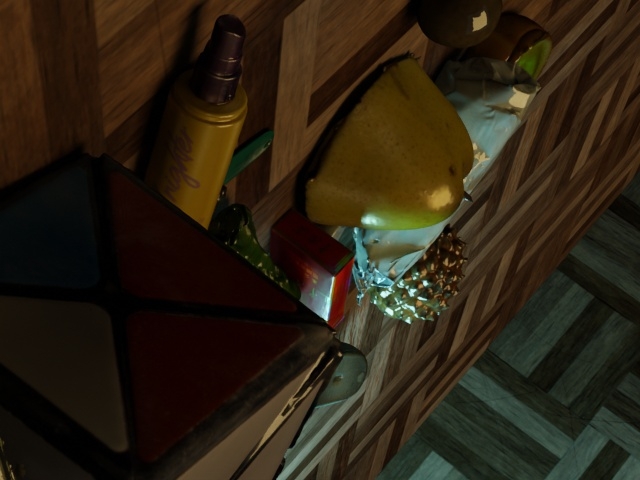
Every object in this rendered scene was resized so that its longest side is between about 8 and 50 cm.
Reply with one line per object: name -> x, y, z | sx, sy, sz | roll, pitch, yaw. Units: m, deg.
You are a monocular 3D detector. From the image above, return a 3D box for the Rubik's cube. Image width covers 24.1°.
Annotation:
Rubik's cube -> -0.210, 0.156, 1.316 | 0.305, 0.307, 0.310 | -39, 160, -48

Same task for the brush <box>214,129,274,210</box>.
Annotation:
brush -> -0.105, -0.064, 1.661 | 0.193, 0.032, 0.043 | -40, 159, -36

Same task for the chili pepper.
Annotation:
chili pepper -> -0.082, 0.051, 1.879 | 0.085, 0.076, 0.359 | -55, 161, -12

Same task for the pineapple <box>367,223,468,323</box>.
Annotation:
pineapple -> 0.160, 0.032, 2.393 | 0.166, 0.166, 0.193 | -36, 155, -46

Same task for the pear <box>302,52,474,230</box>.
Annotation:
pear -> 0.111, -0.097, 1.955 | 0.267, 0.178, 0.267 | -46, 158, -25

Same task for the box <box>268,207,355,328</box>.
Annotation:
box -> -0.017, 0.046, 1.998 | 0.048, 0.112, 0.175 | -46, 161, -27

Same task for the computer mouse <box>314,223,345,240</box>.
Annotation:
computer mouse -> -0.002, -0.001, 2.070 | 0.096, 0.039, 0.066 | -58, 170, 7

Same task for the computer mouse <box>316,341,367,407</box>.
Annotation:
computer mouse -> -0.003, 0.221, 2.485 | 0.229, 0.068, 0.113 | 2, 106, -58

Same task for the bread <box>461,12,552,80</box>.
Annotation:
bread -> 0.263, -0.239, 2.272 | 0.236, 0.070, 0.236 | -47, 163, -19

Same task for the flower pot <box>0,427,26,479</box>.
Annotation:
flower pot -> -0.370, 0.163, 1.005 | 0.259, 0.290, 0.290 | -26, 151, -36

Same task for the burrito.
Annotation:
burrito -> 0.148, -0.081, 2.184 | 0.445, 0.139, 0.101 | -56, -164, 24

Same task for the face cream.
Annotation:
face cream -> -0.119, -0.102, 1.455 | 0.078, 0.078, 0.273 | -37, 158, -45

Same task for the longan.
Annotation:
longan -> 0.167, -0.293, 1.857 | 0.119, 0.106, 0.106 | 39, 87, -35
